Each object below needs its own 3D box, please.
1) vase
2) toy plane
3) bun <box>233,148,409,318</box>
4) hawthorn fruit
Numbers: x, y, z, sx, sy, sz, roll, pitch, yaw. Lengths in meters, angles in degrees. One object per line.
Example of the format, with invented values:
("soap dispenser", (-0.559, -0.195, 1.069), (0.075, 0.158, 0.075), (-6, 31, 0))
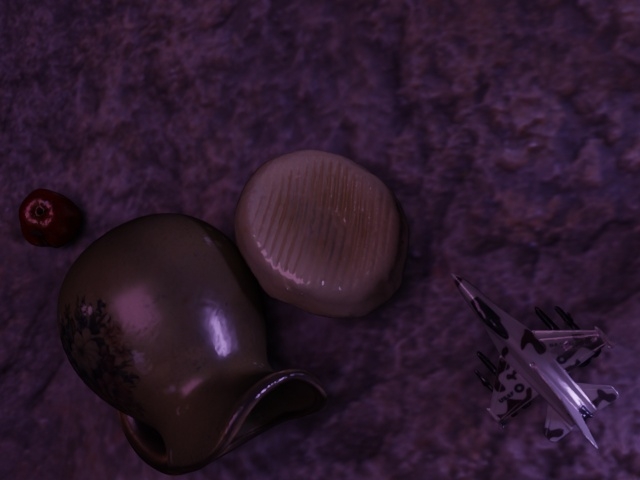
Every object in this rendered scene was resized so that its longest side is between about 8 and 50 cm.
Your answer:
("vase", (-0.173, 0.158, 0.982), (0.302, 0.240, 0.329), (51, 133, 23))
("toy plane", (0.226, 0.122, 0.892), (0.160, 0.082, 0.234), (-42, 80, 18))
("bun", (0.000, 0.000, 0.977), (0.222, 0.127, 0.222), (3, 66, -8))
("hawthorn fruit", (-0.392, -0.032, 1.166), (0.093, 0.093, 0.093), (-4, 78, 21))
